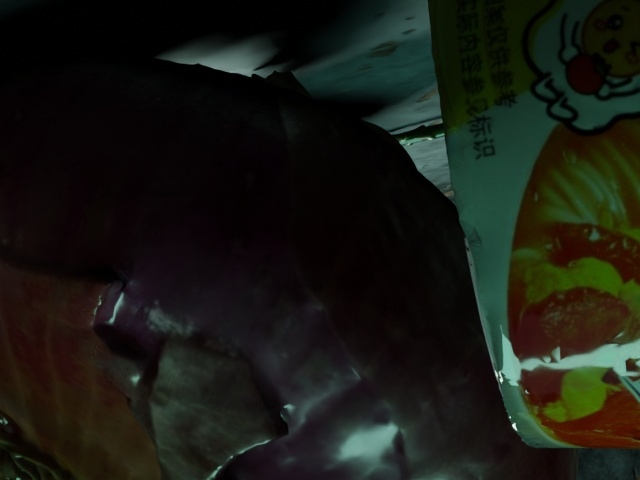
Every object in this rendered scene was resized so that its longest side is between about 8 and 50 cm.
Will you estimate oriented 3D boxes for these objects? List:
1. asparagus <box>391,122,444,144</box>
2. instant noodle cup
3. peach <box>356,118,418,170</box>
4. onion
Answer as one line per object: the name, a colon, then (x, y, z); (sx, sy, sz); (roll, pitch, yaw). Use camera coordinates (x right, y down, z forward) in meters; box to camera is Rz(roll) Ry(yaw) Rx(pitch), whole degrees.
asparagus: (0.093, -0.078, 0.986); (0.163, 0.016, 0.016); (-15, -161, 7)
instant noodle cup: (0.151, -0.042, 0.476); (0.200, 0.264, 0.264); (-9, 175, 14)
peach: (0.000, 0.000, 0.880); (0.152, 0.152, 0.152); (-14, 173, -2)
onion: (-0.044, 0.041, 0.686); (0.347, 0.347, 0.285); (-21, -146, 46)
